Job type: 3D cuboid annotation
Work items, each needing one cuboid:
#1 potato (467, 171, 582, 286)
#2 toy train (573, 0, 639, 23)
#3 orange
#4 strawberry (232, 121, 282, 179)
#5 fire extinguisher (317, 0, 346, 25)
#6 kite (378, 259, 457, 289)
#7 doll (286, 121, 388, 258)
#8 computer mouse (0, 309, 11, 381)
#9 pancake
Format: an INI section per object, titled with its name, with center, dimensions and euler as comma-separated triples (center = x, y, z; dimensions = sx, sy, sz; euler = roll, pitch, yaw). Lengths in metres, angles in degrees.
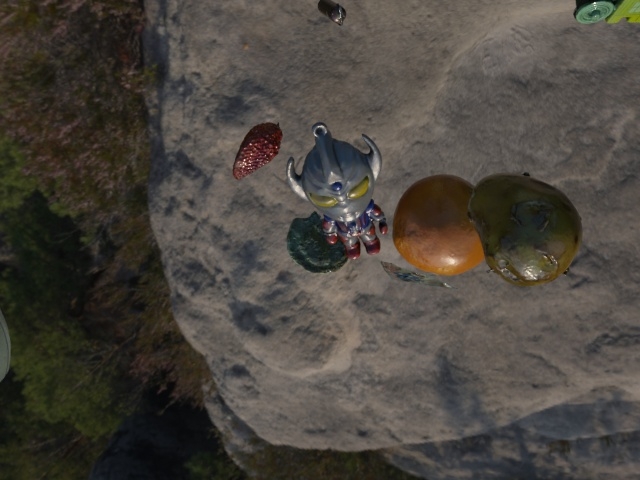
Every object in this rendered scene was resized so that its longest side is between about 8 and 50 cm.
[potato]
center = 0.261, -0.021, 0.677
dimensions = 0.137, 0.175, 0.137
euler = -5, 133, -5
[toy train]
center = 0.861, -0.743, 1.397
dimensions = 0.273, 0.442, 0.179
euler = -1, 79, 2
[orange]
center = 0.312, -0.040, 1.314
dimensions = 0.261, 0.261, 0.260
euler = 7, 115, 16
[strawberry]
center = -0.234, -0.337, 1.851
dimensions = 0.175, 0.235, 0.106
euler = 3, 148, 37
[fire extinguisher]
center = 0.034, -0.605, 1.385
dimensions = 0.043, 0.158, 0.064
euler = -21, 128, -4
[kite]
center = 0.334, 0.123, 1.810
dimensions = 0.336, 0.011, 0.314
euler = 19, 163, -23
[doll]
center = 0.025, -0.055, 0.615
dimensions = 0.104, 0.062, 0.194
euler = 0, 135, 25
[computer mouse]
center = -0.627, 0.161, 0.875
dimensions = 0.122, 0.188, 0.370
euler = 17, 121, 24
[pancake]
center = 0.000, 0.006, 0.977
dimensions = 0.130, 0.022, 0.116
euler = 13, 83, -13
